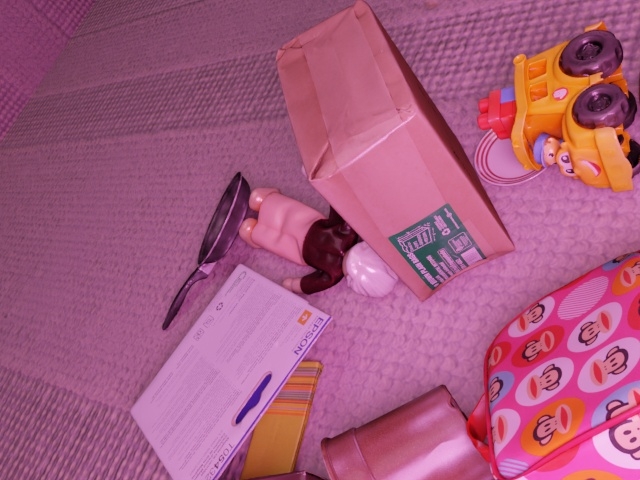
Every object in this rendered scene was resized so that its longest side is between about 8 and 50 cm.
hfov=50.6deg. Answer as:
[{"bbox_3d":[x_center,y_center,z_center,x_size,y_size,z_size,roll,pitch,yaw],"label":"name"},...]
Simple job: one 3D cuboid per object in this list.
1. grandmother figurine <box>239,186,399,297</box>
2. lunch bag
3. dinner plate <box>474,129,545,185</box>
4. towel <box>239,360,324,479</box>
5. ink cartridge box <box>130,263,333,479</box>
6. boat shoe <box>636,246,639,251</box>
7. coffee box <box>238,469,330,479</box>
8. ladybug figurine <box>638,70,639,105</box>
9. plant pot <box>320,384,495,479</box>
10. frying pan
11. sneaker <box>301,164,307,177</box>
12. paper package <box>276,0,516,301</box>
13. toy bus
[{"bbox_3d":[0.000,0.000,1.148,0.342,0.104,0.208,28,111,44],"label":"grandmother figurine"},{"bbox_3d":[0.258,0.148,0.671,0.258,0.120,0.293,-38,8,23],"label":"lunch bag"},{"bbox_3d":[0.309,-0.141,1.061,0.141,0.017,0.141,-22,46,25],"label":"dinner plate"},{"bbox_3d":[-0.064,0.296,1.025,0.102,0.021,0.237,-9,54,40],"label":"towel"},{"bbox_3d":[-0.139,0.217,1.075,0.324,0.071,0.330,-53,33,-9],"label":"ink cartridge box"},{"bbox_3d":[0.472,0.073,0.692,0.094,0.109,0.302,-29,49,-15],"label":"boat shoe"},{"bbox_3d":[-0.057,0.447,0.810,0.168,0.119,0.297,-20,52,27],"label":"coffee box"},{"bbox_3d":[0.545,-0.197,0.802,0.305,0.162,0.449,-32,43,16],"label":"ladybug figurine"},{"bbox_3d":[0.113,0.266,0.807,0.165,0.167,0.167,-34,42,3],"label":"plant pot"},{"bbox_3d":[-0.206,0.019,1.295,0.197,0.053,0.326,-27,42,65],"label":"frying pan"},{"bbox_3d":[0.013,-0.187,1.305,0.152,0.058,0.084,-42,47,-1],"label":"sneaker"},{"bbox_3d":[0.104,-0.125,0.984,0.168,0.325,0.310,-30,43,16],"label":"paper package"},{"bbox_3d":[0.330,-0.170,0.957,0.211,0.149,0.220,-11,54,27],"label":"toy bus"}]
